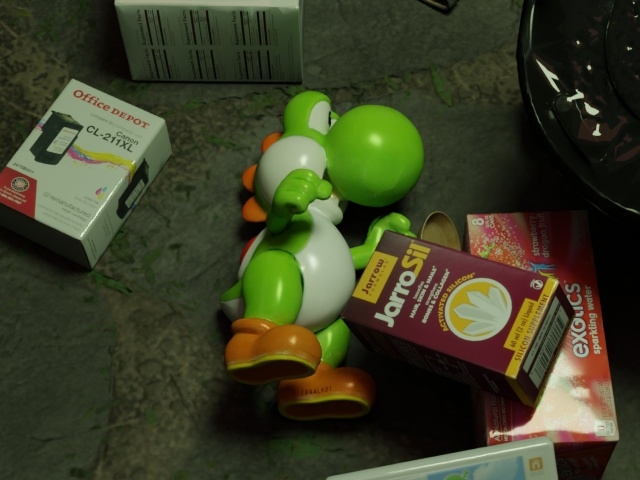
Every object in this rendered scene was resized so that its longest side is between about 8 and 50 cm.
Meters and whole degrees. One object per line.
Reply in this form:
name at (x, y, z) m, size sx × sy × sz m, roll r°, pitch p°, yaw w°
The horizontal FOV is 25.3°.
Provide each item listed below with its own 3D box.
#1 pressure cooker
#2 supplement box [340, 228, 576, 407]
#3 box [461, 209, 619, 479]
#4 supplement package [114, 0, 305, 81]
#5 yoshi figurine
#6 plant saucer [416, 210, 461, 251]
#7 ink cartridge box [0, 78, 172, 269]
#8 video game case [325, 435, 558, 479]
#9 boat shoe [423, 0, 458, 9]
pressure cooker at (0.411, -0.170, 1.424) m, size 0.370 × 0.420 × 0.375 m, roll 46°, pitch 103°, yaw 14°
supplement box at (0.130, 0.071, 1.343) m, size 0.188 × 0.081 × 0.104 m, roll 17°, pitch 71°, yaw 30°
box at (0.213, 0.107, 1.430) m, size 0.128 × 0.122 × 0.256 m, roll -2°, pitch 61°, yaw 1°
supplement package at (-0.119, -0.301, 1.648) m, size 0.203 × 0.149 × 0.194 m, roll 1°, pitch 61°, yaw 2°
yoshi figurine at (0.019, -0.010, 1.474) m, size 0.203 × 0.203 × 0.362 m, roll 12°, pitch 58°, yaw -11°
plant saucer at (0.123, 0.011, 1.519) m, size 0.015 × 0.083 × 0.083 m, roll -7°, pitch 55°, yaw 35°
ink cartridge box at (-0.263, -0.076, 1.569) m, size 0.127 × 0.072 × 0.175 m, roll 24°, pitch 65°, yaw 14°
video game case at (0.123, 0.292, 1.319) m, size 0.213 × 0.023 × 0.193 m, roll -10°, pitch 101°, yaw -3°
boat shoe at (0.110, -0.315, 1.713) m, size 0.125 × 0.046 × 0.038 m, roll 29°, pitch 60°, yaw 7°
